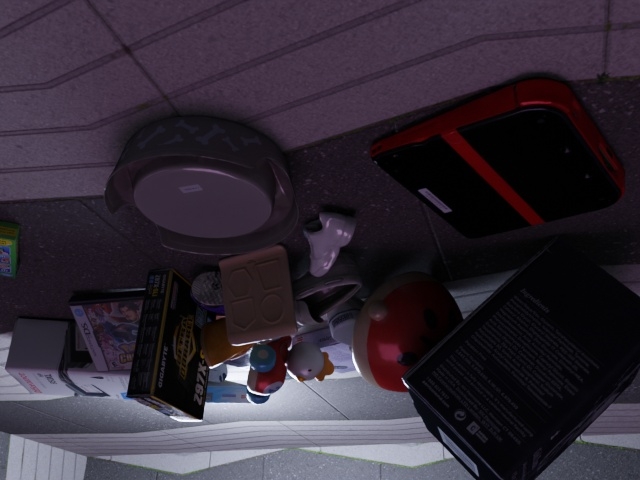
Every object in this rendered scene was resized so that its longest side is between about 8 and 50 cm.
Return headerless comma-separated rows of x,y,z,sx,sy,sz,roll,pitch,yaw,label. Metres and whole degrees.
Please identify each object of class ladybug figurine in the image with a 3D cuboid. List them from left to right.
0.232,0.239,1.595,0.162,0.305,0.449,29,178,35,ladybug figurine

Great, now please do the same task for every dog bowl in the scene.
-0.211,-0.095,1.207,0.349,0.102,0.349,1,152,0,dog bowl

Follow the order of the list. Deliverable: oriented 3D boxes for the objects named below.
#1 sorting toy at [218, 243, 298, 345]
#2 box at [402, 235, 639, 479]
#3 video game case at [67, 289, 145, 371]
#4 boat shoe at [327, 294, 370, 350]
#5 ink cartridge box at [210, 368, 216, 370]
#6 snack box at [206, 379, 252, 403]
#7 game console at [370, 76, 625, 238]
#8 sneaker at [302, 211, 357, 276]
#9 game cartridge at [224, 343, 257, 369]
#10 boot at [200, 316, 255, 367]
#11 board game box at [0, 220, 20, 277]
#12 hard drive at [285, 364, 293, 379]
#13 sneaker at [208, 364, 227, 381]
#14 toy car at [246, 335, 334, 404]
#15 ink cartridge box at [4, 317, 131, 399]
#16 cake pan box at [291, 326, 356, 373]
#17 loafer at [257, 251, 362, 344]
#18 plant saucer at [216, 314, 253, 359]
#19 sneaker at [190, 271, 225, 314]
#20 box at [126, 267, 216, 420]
-0.144,0.128,1.531,0.193,0.208,0.038,-15,169,28,sorting toy
0.484,0.325,1.531,0.472,0.297,0.480,-42,150,-8,box
-0.520,0.250,1.802,0.275,0.035,0.248,-5,120,9,video game case
0.097,0.208,1.718,0.136,0.156,0.367,-29,148,13,boat shoe
-0.387,0.391,2.101,0.063,0.029,0.115,-3,159,45,ink cartridge box
-0.381,0.515,2.274,0.187,0.060,0.322,9,171,-30,snack box
0.329,-0.127,1.185,0.342,0.060,0.386,-14,148,37,game console
0.000,0.000,1.420,0.094,0.080,0.212,20,142,-9,sneaker
-0.259,0.346,2.086,0.297,0.062,0.198,24,141,-35,game cartridge
-0.182,0.231,1.702,0.211,0.104,0.295,-14,-171,6,boot
-0.845,-0.003,1.469,0.317,0.046,0.213,12,151,-18,board game box
-0.147,0.465,2.333,0.094,0.022,0.135,-6,151,13,hard drive
-0.437,0.423,2.203,0.153,0.094,0.235,-14,156,41,sneaker
-0.079,0.360,1.893,0.238,0.210,0.219,12,137,2,toy car
-0.721,0.374,2.038,0.395,0.166,0.285,5,151,-5,ink cartridge box
0.085,0.333,2.029,0.267,0.070,0.246,-22,146,37,cake pan box
-0.040,0.151,1.536,0.319,0.111,0.112,-38,130,15,loafer
-0.287,0.273,1.907,0.200,0.037,0.200,-4,131,-5,plant saucer
-0.189,0.147,1.677,0.293,0.102,0.146,13,158,-15,sneaker
-0.364,0.269,1.662,0.079,0.322,0.257,-6,151,15,box
